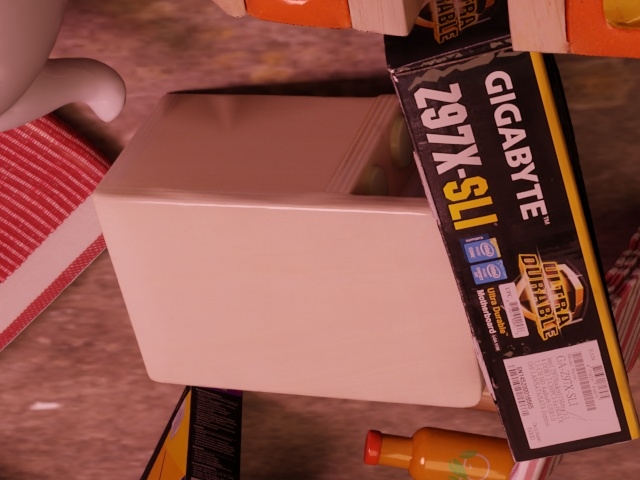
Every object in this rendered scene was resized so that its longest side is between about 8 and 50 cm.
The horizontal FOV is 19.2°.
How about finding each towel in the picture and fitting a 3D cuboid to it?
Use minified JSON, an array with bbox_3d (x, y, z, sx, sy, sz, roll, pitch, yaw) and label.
[{"bbox_3d":[0.180,0.072,1.256,0.029,0.197,0.144,26,127,19],"label":"towel"},{"bbox_3d":[-0.309,-0.052,1.257,0.329,0.037,0.237,36,118,-23],"label":"towel"}]

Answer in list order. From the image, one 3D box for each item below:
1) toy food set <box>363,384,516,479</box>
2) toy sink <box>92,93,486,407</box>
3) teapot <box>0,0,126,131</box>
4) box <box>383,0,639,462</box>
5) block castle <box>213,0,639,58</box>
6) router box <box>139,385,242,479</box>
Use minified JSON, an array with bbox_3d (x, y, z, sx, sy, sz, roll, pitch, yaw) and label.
[{"bbox_3d":[0.100,0.055,1.284,0.104,0.111,0.232,8,126,-6],"label":"toy food set"},{"bbox_3d":[0.000,0.000,1.204,0.234,0.131,0.153,2,128,23],"label":"toy sink"},{"bbox_3d":[-0.231,-0.188,1.076,0.252,0.187,0.256,38,144,13],"label":"teapot"},{"bbox_3d":[0.097,-0.078,1.061,0.079,0.322,0.257,-16,123,10],"label":"box"},{"bbox_3d":[0.096,-0.264,0.875,0.453,0.303,0.213,8,135,20],"label":"block castle"},{"bbox_3d":[-0.109,0.207,1.379,0.046,0.133,0.179,19,123,-13],"label":"router box"}]
